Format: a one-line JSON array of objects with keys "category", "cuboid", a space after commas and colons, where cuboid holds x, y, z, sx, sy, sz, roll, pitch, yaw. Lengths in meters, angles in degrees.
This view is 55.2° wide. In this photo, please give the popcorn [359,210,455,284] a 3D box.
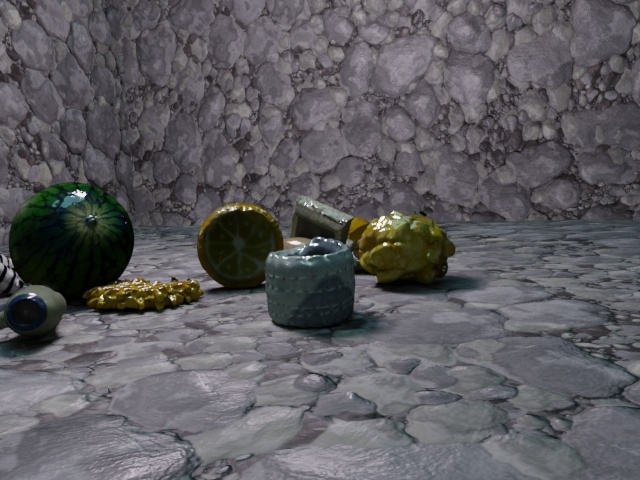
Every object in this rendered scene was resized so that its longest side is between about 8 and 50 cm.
[{"category": "popcorn", "cuboid": [0.244, 0.022, 1.734, 0.251, 0.215, 0.286, -6, 0, 36]}]

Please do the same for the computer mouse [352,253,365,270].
[{"category": "computer mouse", "cuboid": [0.135, 0.067, 2.058, 0.089, 0.056, 0.181, -5, 6, 18]}]

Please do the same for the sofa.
[{"category": "sofa", "cuboid": [0.018, -0.042, 2.040, 0.210, 0.226, 0.176, 23, 41, 19]}]

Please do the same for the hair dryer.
[{"category": "hair dryer", "cuboid": [-0.692, 0.172, 1.368, 0.298, 0.119, 0.296, -15, -1, 5]}]

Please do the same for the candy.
[{"category": "candy", "cuboid": [-0.235, 0.015, 1.792, 0.259, 0.260, 0.118, -4, 10, -9]}]

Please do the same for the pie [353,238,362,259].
[{"category": "pie", "cuboid": [0.207, 0.040, 1.972, 0.205, 0.084, 0.179, -6, 28, -28]}]

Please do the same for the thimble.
[{"category": "thimble", "cuboid": [-0.024, 0.090, 1.387, 0.204, 0.172, 0.250, -5, 8, -4]}]

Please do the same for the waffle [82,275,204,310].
[{"category": "waffle", "cuboid": [-0.481, 0.137, 1.636, 0.292, 0.069, 0.259, -1, 5, 25]}]

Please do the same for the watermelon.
[{"category": "watermelon", "cuboid": [-0.701, 0.000, 1.743, 0.362, 0.364, 0.363, -3, 6, 0]}]

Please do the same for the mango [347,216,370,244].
[{"category": "mango", "cuboid": [0.105, -0.024, 2.571, 0.167, 0.130, 0.261, -5, 8, 40]}]

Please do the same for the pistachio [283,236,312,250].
[{"category": "pistachio", "cuboid": [-0.050, 0.059, 1.939, 0.225, 0.136, 0.135, 11, 11, 24]}]

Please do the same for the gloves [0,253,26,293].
[{"category": "gloves", "cuboid": [-0.941, 0.113, 1.903, 0.139, 0.132, 0.219, -2, -24, 25]}]
